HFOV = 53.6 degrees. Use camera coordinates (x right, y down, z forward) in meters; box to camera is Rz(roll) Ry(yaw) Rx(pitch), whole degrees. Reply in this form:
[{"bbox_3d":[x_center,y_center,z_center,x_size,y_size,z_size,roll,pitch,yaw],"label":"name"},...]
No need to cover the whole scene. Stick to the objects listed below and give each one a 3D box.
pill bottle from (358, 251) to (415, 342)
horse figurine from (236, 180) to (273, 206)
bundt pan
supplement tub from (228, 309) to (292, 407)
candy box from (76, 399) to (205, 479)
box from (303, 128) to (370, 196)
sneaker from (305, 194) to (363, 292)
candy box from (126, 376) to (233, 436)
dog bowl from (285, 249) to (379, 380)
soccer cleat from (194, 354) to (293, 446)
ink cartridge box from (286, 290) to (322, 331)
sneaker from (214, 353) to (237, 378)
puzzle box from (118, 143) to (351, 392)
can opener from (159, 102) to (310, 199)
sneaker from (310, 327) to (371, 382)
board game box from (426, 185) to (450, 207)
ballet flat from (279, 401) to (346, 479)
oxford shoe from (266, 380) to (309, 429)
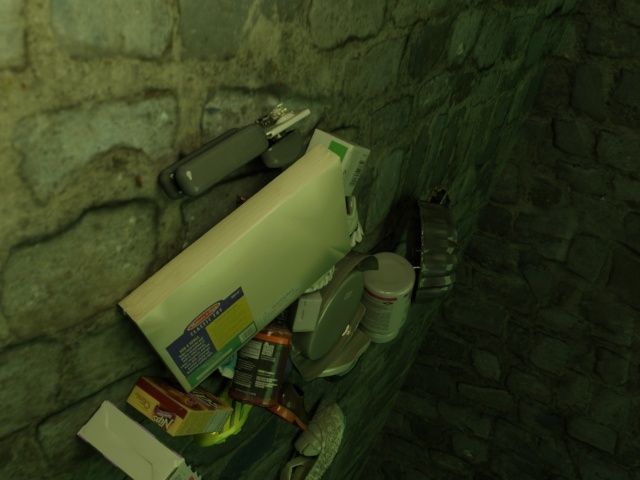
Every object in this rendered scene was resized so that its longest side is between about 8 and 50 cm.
[{"bbox_3d":[0.190,0.181,1.919,0.160,0.160,0.283,-47,155,-33],"label":"pill bottle"},{"bbox_3d":[-0.064,-0.051,1.157,0.174,0.066,0.263,-51,161,-7],"label":"horse figurine"},{"bbox_3d":[0.339,0.035,1.916,0.331,0.124,0.331,2,90,-89],"label":"bundt pan"},{"bbox_3d":[-0.118,0.235,1.302,0.106,0.106,0.198,35,67,-70],"label":"supplement tub"},{"bbox_3d":[-0.279,0.359,1.027,0.070,0.164,0.196,-51,157,-24],"label":"candy box"},{"bbox_3d":[0.025,-0.147,1.209,0.102,0.087,0.101,-2,119,-66],"label":"box"},{"bbox_3d":[0.000,0.000,1.338,0.292,0.110,0.118,-52,151,-47],"label":"sneaker"},{"bbox_3d":[-0.240,0.289,1.111,0.053,0.109,0.187,-59,160,-5],"label":"candy box"},{"bbox_3d":[0.013,0.170,1.570,0.349,0.102,0.349,-50,157,-30],"label":"dog bowl"},{"bbox_3d":[-0.176,0.323,1.379,0.289,0.093,0.121,-40,121,-36],"label":"soccer cleat"},{"bbox_3d":[-0.040,0.121,1.347,0.122,0.052,0.089,-110,-153,-53],"label":"ink cartridge box"},{"bbox_3d":[-0.197,0.217,1.214,0.162,0.063,0.073,74,34,-72],"label":"sneaker"},{"bbox_3d":[-0.115,0.053,1.058,0.409,0.052,0.272,-40,150,-20],"label":"puzzle box"},{"bbox_3d":[-0.106,-0.126,0.919,0.280,0.074,0.093,-37,112,-44],"label":"can opener"},{"bbox_3d":[0.027,0.352,1.807,0.350,0.131,0.148,-9,132,-60],"label":"sneaker"},{"bbox_3d":[0.387,-0.090,2.198,0.170,0.048,0.141,-61,159,0],"label":"board game box"},{"bbox_3d":[-0.045,0.733,2.130,0.147,0.147,0.409,-10,125,-65],"label":"ballet flat"},{"bbox_3d":[-0.069,0.458,1.761,0.098,0.096,0.271,-62,160,-16],"label":"oxford shoe"}]
